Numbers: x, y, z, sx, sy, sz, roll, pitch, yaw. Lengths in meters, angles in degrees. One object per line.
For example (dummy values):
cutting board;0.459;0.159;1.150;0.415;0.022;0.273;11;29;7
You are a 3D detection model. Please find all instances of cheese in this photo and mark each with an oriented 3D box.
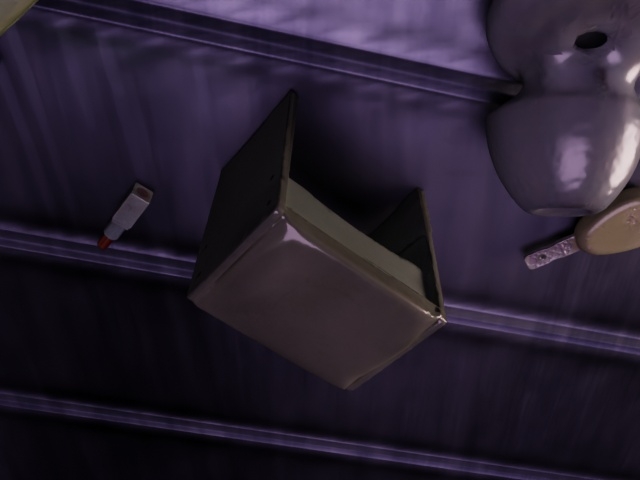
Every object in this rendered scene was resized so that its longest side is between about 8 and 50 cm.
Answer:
cheese;0.385;-0.006;0.997;0.192;0.037;0.097;-25;122;18

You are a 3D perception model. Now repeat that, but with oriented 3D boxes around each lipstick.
lipstick;-0.285;-0.026;0.995;0.030;0.030;0.129;32;122;-22

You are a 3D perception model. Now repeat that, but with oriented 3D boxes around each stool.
stool;0.000;0.000;0.863;0.243;0.270;0.170;34;122;-23

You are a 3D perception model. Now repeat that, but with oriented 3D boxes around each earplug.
earplug;0.288;-0.174;0.782;0.214;0.175;0.326;3;128;6

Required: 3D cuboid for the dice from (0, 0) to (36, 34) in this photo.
dice;-0.317;-0.341;0.614;0.254;0.250;0.252;-31;122;22
